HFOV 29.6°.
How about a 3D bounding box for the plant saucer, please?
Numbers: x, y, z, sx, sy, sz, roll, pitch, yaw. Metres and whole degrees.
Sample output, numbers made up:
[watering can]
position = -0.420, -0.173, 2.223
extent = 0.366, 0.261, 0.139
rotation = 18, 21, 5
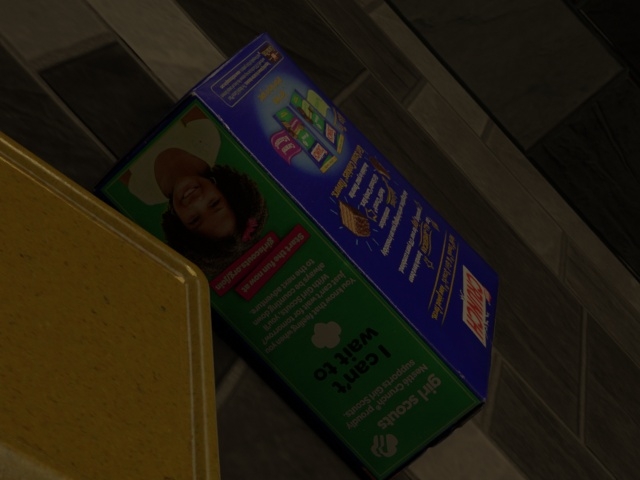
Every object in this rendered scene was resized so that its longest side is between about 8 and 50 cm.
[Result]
[plant saucer]
position = -0.167, 0.051, 0.640
extent = 0.333, 0.081, 0.333
rotation = 37, 23, -29

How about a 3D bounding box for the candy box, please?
[candy box]
position = 0.000, 0.000, 0.999
extent = 0.317, 0.122, 0.268
rotation = 45, 20, -6
